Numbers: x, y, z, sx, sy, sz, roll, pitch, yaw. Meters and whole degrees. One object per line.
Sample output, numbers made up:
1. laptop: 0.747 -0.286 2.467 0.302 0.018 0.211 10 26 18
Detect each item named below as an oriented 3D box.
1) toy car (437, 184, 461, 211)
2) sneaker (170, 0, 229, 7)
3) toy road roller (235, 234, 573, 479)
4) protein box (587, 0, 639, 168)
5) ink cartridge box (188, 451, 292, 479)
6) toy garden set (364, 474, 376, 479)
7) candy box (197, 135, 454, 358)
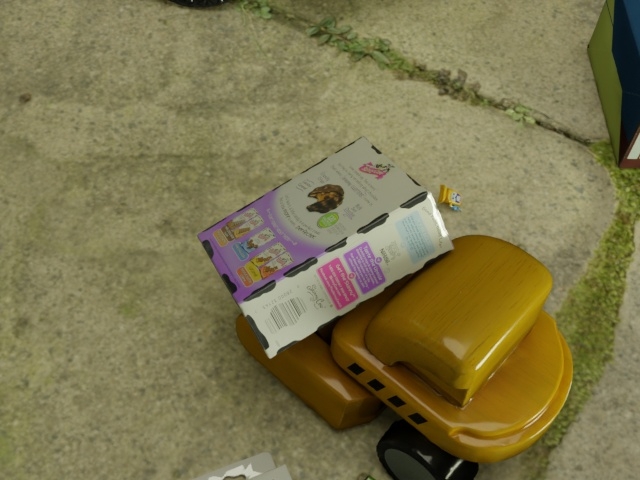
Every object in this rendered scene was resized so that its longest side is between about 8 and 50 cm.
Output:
1. toy car: 0.167 -0.012 1.211 0.040 0.060 0.122 19 60 -31
2. sneaker: -0.211 -0.372 1.385 0.234 0.084 0.097 11 57 3
3. toy road roller: 0.089 0.072 1.040 0.329 0.241 0.202 38 62 18
4. protein box: 0.456 -0.207 1.305 0.201 0.136 0.200 -1 58 -5
5. ink cartridge box: -0.061 0.283 1.003 0.104 0.060 0.180 -19 62 -14
6. toy garden set: 0.081 0.334 0.930 0.203 0.049 0.244 36 38 5
7. candy box: 0.000 0.000 1.006 0.196 0.070 0.165 -30 29 -5
